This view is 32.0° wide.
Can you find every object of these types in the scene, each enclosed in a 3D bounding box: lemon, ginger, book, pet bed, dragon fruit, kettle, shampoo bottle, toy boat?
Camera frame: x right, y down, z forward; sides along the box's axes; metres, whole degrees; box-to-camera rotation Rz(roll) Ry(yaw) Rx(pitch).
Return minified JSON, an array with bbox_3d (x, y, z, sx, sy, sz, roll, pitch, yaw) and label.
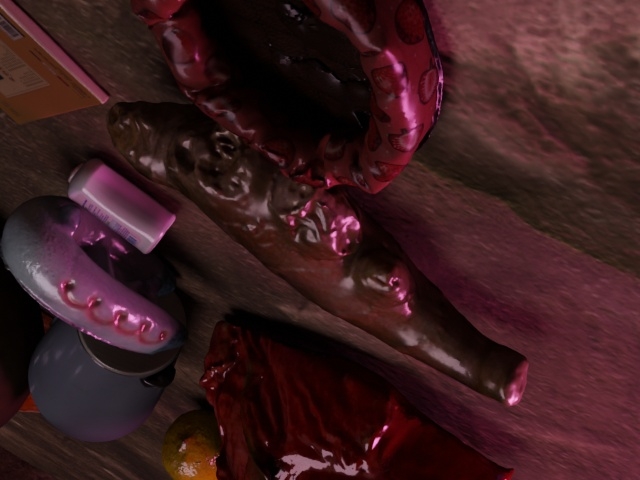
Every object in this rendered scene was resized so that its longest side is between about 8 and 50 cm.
[{"bbox_3d":[-0.163,0.286,1.521,0.109,0.109,0.133,26,160,17],"label":"lemon"},{"bbox_3d":[-0.002,-0.001,0.787,0.333,0.080,0.166,35,173,-20],"label":"ginger"},{"bbox_3d":[-0.252,-0.144,0.904,0.118,0.012,0.172,46,154,-28],"label":"book"},{"bbox_3d":[-0.019,-0.109,0.620,0.201,0.053,0.201,27,151,16],"label":"pet bed"},{"bbox_3d":[-0.006,0.217,1.135,0.330,0.302,0.240,43,-167,16],"label":"dragon fruit"},{"bbox_3d":[-0.244,0.099,1.251,0.211,0.160,0.243,60,152,10],"label":"kettle"},{"bbox_3d":[-0.180,-0.033,0.990,0.099,0.043,0.072,37,164,-7],"label":"shampoo bottle"},{"bbox_3d":[-0.201,0.024,1.048,0.079,0.134,0.207,-39,130,21],"label":"toy boat"}]

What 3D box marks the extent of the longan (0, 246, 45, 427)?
[{"bbox_3d":[-0.490,0.120,1.361,0.319,0.319,0.319,28,157,13],"label":"longan"}]

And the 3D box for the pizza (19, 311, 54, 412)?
[{"bbox_3d":[-0.412,0.171,1.585,0.262,0.181,0.034,14,159,-17],"label":"pizza"}]
